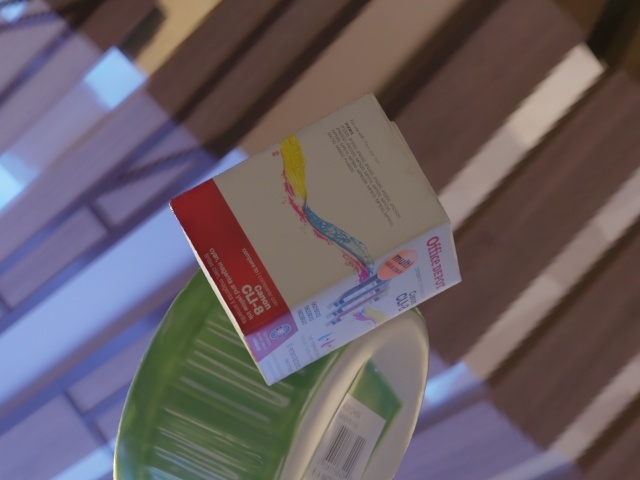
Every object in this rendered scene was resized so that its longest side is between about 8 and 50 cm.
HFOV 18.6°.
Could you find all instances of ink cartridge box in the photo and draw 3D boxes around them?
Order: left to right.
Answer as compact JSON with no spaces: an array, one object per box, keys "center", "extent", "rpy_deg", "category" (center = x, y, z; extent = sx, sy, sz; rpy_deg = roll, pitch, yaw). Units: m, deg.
[{"center":[0.000,0.000,1.470],"extent":[0.176,0.128,0.127],"rpy_deg":[-29,-113,-4],"category":"ink cartridge box"}]

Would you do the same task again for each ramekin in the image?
[{"center":[-0.031,0.150,1.712],"extent":[0.148,0.303,0.303],"rpy_deg":[24,-140,25],"category":"ramekin"}]
